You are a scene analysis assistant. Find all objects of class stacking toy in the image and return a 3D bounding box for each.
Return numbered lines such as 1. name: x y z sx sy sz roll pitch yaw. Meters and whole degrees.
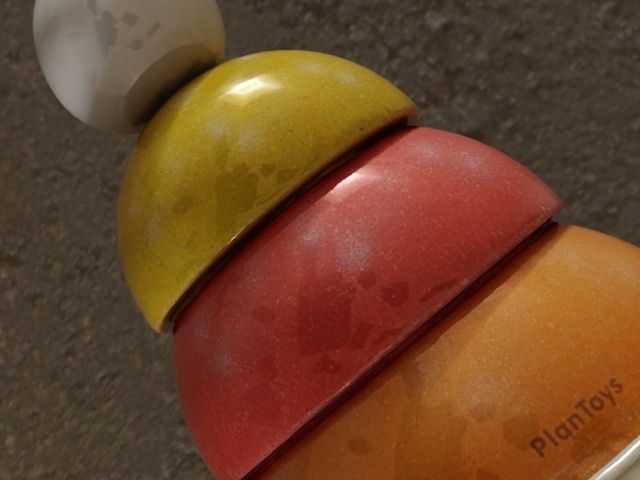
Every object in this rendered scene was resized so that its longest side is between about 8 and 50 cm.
1. stacking toy: 0.000 0.000 0.760 0.351 0.350 0.480 -34 82 -30
